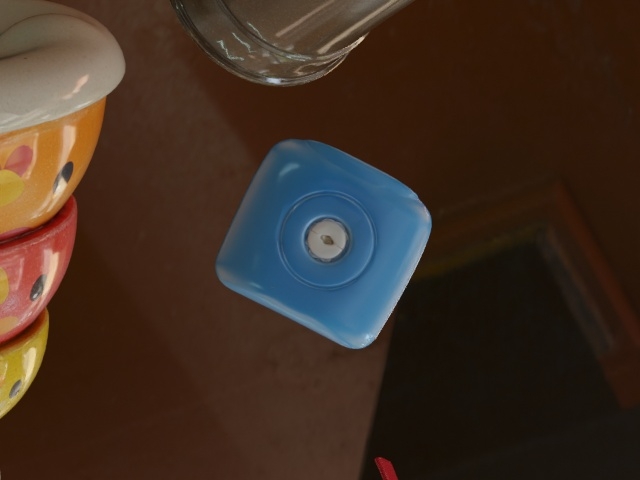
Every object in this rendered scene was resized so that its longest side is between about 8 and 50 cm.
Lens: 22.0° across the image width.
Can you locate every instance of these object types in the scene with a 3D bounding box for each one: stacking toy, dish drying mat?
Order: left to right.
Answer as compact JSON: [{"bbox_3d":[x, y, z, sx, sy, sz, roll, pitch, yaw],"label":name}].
[{"bbox_3d":[-0.327,0.047,1.378,0.351,0.350,0.480,3,112,9],"label":"stacking toy"},{"bbox_3d":[0.000,0.000,1.674,0.175,0.302,0.165,27,88,-2],"label":"stacking toy"},{"bbox_3d":[0.071,0.237,1.500,0.008,0.083,0.032,-29,153,12],"label":"dish drying mat"}]

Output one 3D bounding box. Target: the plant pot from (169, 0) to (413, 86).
[{"bbox_3d":[0.005,-0.200,1.079,0.167,0.167,0.165,44,152,-19],"label":"plant pot"}]
